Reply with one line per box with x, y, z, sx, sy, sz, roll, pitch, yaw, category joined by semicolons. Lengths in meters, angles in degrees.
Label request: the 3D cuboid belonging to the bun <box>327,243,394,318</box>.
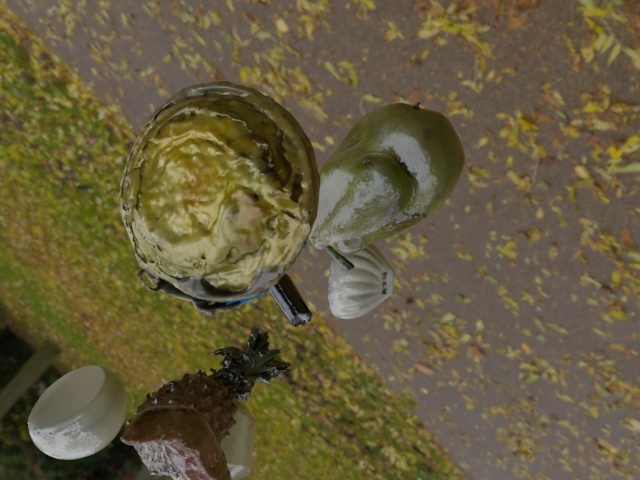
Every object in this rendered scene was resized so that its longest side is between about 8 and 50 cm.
0.134;0.115;2.283;0.175;0.263;0.263;4;145;16;bun

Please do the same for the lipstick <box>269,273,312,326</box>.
-0.148;0.090;2.270;0.418;0.077;0.077;54;168;36;lipstick

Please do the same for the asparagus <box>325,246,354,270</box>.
0.000;0.000;1.644;0.023;0.022;0.233;8;152;49;asparagus

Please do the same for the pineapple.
-0.202;0.307;1.485;0.175;0.361;0.175;19;122;34;pineapple

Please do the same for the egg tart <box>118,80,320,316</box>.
-0.138;-0.055;0.906;0.290;0.291;0.107;34;-177;19;egg tart

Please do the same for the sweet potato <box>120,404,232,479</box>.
-0.157;0.236;0.879;0.058;0.078;0.255;0;147;18;sweet potato

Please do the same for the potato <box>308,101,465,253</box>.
0.111;-0.111;1.456;0.218;0.351;0.202;43;-176;-24;potato

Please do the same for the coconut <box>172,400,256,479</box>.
-0.247;0.453;1.669;0.202;0.222;0.202;6;156;3;coconut

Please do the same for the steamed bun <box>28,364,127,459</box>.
-0.667;0.497;2.147;0.283;0.283;0.177;13;138;49;steamed bun
